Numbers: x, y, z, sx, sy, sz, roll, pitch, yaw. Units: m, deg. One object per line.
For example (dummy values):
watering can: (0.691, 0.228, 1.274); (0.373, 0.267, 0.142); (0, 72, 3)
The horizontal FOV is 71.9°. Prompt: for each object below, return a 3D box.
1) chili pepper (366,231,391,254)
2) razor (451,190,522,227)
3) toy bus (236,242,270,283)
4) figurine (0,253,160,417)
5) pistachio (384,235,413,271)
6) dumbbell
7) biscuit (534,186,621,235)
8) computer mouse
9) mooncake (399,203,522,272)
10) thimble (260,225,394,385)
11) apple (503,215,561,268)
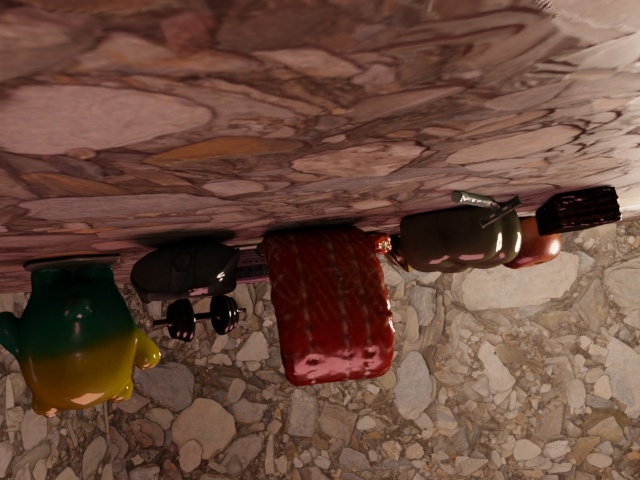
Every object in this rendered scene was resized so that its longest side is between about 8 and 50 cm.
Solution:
chili pepper: (0.152, 0.009, 1.264); (0.070, 0.073, 0.123); (-51, -162, -23)
razor: (0.268, -0.065, 0.742); (0.084, 0.035, 0.211); (-38, 153, 31)
toy bus: (-0.201, 0.069, 1.194); (0.199, 0.108, 0.096); (-7, 175, -2)
figurine: (-0.536, 0.208, 0.987); (0.324, 0.339, 0.231); (-6, 176, -30)
pistachio: (0.283, 0.043, 1.500); (0.130, 0.131, 0.206); (-18, 168, 24)
dumbbell: (-0.259, 0.168, 0.971); (0.209, 0.099, 0.099); (-3, 174, -36)
biscuit: (0.572, -0.057, 1.011); (0.107, 0.073, 0.388); (-10, 174, 20)
computer mouse: (-0.266, 0.057, 0.895); (0.204, 0.114, 0.374); (-3, 177, -14)
mooncake: (0.309, 0.001, 0.985); (0.275, 0.135, 0.275); (-5, 172, -1)
thimble: (0.006, 0.132, 0.959); (0.231, 0.349, 0.350); (-8, 176, -10)
apple: (0.644, 0.002, 1.393); (0.201, 0.162, 0.201); (-11, 165, -3)
